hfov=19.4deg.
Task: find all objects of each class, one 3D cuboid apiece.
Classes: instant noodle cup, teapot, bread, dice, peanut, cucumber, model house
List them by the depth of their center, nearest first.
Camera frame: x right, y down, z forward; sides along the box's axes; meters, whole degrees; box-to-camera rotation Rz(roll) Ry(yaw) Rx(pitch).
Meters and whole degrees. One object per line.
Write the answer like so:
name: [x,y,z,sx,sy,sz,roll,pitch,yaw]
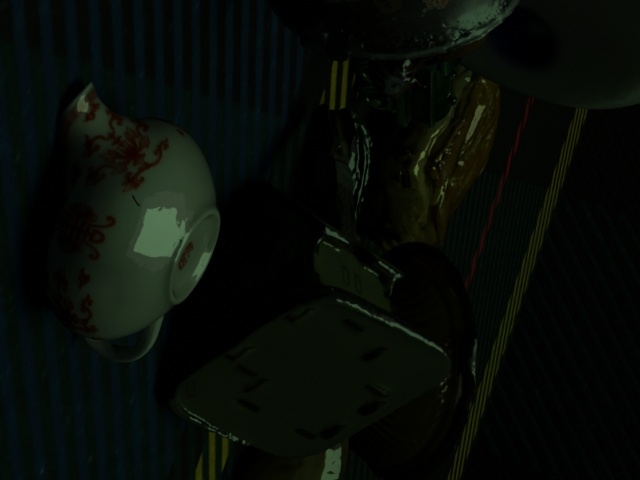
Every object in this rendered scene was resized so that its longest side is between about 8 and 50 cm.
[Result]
teapot: [-0.135,0.002,1.316,0.159,0.116,0.245,-70,177,-51]
instant noodle cup: [0.053,-0.280,1.422,0.207,0.217,0.217,84,29,-47]
model house: [-0.024,0.025,1.720,0.205,0.218,0.279,31,38,-38]
cucumber: [-0.001,0.000,1.837,0.077,0.077,0.265,-10,118,-74]
dice: [0.250,-0.332,1.850,0.304,0.304,0.277,92,23,-51]
peanut: [-0.018,0.207,1.981,0.098,0.103,0.229,-8,117,-67]
instant noodle cup: [0.060,0.134,2.057,0.090,0.274,0.274,6,109,-31]
bread: [0.130,-0.100,2.099,0.235,0.099,0.210,95,22,-62]

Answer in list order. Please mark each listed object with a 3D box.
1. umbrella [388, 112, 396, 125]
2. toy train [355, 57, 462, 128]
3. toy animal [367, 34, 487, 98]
umbrella: [0.095,-0.188,2.057,0.149,0.022,0.022,-66,-155,19]
toy train: [0.092,-0.176,1.871,0.071,0.111,0.170,-58,162,-26]
toy animal: [0.075,-0.234,1.710,0.179,0.188,0.089,-47,-164,10]
